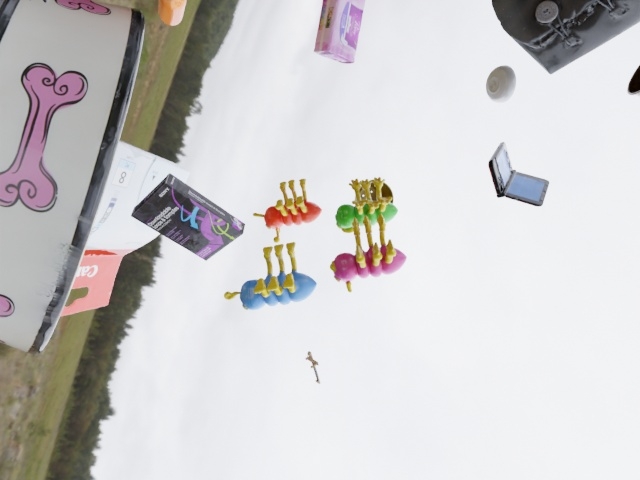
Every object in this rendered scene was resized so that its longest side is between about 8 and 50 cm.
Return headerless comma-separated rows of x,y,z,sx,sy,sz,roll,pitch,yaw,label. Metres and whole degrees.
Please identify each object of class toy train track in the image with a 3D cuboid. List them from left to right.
-0.018,0.295,0.991,0.048,0.014,0.084,6,-64,57,toy train track

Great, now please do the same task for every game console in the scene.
0.440,-0.150,0.951,0.085,0.124,0.144,-9,-157,38,game console

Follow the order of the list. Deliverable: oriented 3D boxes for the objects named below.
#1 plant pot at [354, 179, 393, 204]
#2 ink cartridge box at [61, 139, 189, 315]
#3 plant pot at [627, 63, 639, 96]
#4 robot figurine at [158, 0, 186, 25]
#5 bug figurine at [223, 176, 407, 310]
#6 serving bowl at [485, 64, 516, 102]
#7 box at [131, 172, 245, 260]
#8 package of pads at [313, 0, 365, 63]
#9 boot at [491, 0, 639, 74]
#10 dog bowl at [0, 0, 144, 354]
0.176,-0.148,1.490,0.134,0.134,0.095,-59,-167,10,plant pot
-0.436,-0.009,0.895,0.308,0.091,0.386,4,107,-84,ink cartridge box
0.928,-0.416,1.103,0.167,0.165,0.167,-60,176,-7,plant pot
-0.165,-0.332,0.451,0.128,0.158,0.219,-35,-163,6,robot figurine
0.000,0.000,0.565,0.215,0.072,0.279,-8,-150,8,bug figurine
0.412,-0.362,0.997,0.083,0.027,0.084,170,-90,-71,serving bowl
-0.232,-0.035,0.761,0.116,0.162,0.029,-32,-144,32,box
0.024,-0.255,0.503,0.031,0.050,0.084,20,-76,43,package of pads
0.458,-0.522,0.675,0.146,0.367,0.445,-43,-169,-21,boot
-0.338,-0.090,0.476,0.407,0.150,0.409,-30,-128,46,dog bowl
